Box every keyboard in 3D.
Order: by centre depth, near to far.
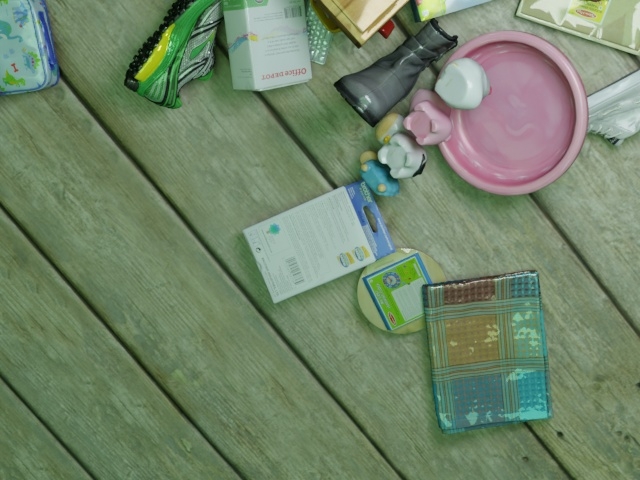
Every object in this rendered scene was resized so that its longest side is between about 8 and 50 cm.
[{"bbox_3d":[0.011,-0.507,1.795,0.072,0.014,0.256,19,108,3],"label":"keyboard"}]

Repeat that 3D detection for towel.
[{"bbox_3d":[0.384,0.260,1.939,0.271,0.040,0.370,-8,105,2],"label":"towel"}]

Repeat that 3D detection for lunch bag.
[{"bbox_3d":[-0.678,-0.434,1.877,0.176,0.090,0.219,-6,105,11],"label":"lunch bag"}]

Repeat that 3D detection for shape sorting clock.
[{"bbox_3d":[0.187,0.115,1.939,0.206,0.040,0.206,-1,104,-4],"label":"shape sorting clock"}]

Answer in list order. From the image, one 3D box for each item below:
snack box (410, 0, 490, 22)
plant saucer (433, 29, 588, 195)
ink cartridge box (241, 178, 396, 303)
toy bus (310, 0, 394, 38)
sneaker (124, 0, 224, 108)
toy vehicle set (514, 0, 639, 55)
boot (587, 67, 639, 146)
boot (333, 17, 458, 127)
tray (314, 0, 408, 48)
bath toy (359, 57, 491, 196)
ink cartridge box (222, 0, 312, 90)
[{"bbox_3d":[0.271,-0.550,1.695,0.207,0.070,0.174,-18,104,-2],"label":"snack box"},{"bbox_3d":[0.387,-0.260,1.724,0.332,0.084,0.332,13,113,32],"label":"plant saucer"},{"bbox_3d":[0.000,0.000,1.906,0.311,0.065,0.185,-23,89,16],"label":"ink cartridge box"},{"bbox_3d":[0.074,-0.513,1.729,0.202,0.104,0.191,7,89,-30],"label":"toy bus"},{"bbox_3d":[-0.269,-0.436,1.815,0.146,0.134,0.343,33,106,-29],"label":"sneaker"},{"bbox_3d":[0.547,-0.495,1.708,0.267,0.035,0.166,19,108,2],"label":"toy vehicle set"},{"bbox_3d":[0.579,-0.243,1.746,0.258,0.095,0.123,-27,94,14],"label":"boot"},{"bbox_3d":[0.156,-0.346,1.656,0.223,0.338,0.118,-40,96,20],"label":"boot"},{"bbox_3d":[0.156,-0.583,1.607,0.411,0.076,0.203,-44,97,1],"label":"tray"},{"bbox_3d":[0.217,-0.240,1.724,0.348,0.129,0.151,-46,66,39],"label":"bath toy"},{"bbox_3d":[-0.110,-0.425,1.755,0.093,0.154,0.212,11,113,49],"label":"ink cartridge box"}]
